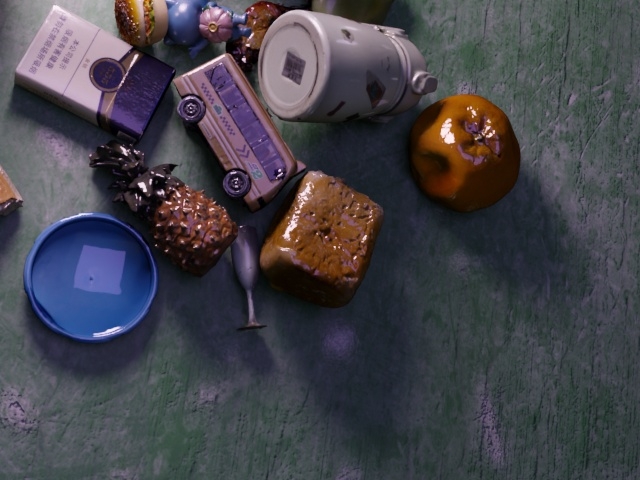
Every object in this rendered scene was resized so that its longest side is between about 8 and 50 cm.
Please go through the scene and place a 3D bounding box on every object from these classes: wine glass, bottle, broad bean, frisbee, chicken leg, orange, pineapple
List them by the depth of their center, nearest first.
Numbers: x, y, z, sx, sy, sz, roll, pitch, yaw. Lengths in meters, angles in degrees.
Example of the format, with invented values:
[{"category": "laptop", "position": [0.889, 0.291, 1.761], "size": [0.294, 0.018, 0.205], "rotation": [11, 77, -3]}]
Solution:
[{"category": "frisbee", "position": [-0.418, 0.069, 1.739], "size": [0.242, 0.045, 0.242], "rotation": [4, 77, -18]}, {"category": "pineapple", "position": [-0.297, -0.076, 1.774], "size": [0.310, 0.141, 0.170], "rotation": [42, 37, 1]}, {"category": "wine glass", "position": [-0.141, 0.072, 1.830], "size": [0.066, 0.066, 0.197], "rotation": [-3, 78, -20]}, {"category": "bottle", "position": [0.062, -0.339, 1.889], "size": [0.352, 0.229, 0.229], "rotation": [-6, 80, -43]}, {"category": "chicken leg", "position": [-0.108, -0.441, 1.953], "size": [0.253, 0.051, 0.106], "rotation": [-42, 100, -23]}, {"category": "orange", "position": [0.312, -0.189, 1.975], "size": [0.249, 0.183, 0.248], "rotation": [3, 79, -17]}, {"category": "broad bean", "position": [0.076, -0.515, 2.005], "size": [0.228, 0.100, 0.169], "rotation": [-26, 103, -23]}]

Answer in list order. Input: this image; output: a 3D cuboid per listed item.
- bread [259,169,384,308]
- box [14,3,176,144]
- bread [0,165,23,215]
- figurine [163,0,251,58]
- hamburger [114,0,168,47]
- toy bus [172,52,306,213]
[{"category": "bread", "position": [0.000, 0.000, 1.833], "size": [0.196, 0.176, 0.246], "rotation": [29, 62, -13]}, {"category": "box", "position": [-0.425, -0.311, 1.802], "size": [0.259, 0.071, 0.168], "rotation": [26, 71, -11]}, {"category": "bread", "position": [-0.604, -0.079, 1.685], "size": [0.125, 0.082, 0.106], "rotation": [-34, 98, -19]}, {"category": "figurine", "position": [-0.222, -0.440, 1.876], "size": [0.178, 0.114, 0.144], "rotation": [9, 51, 9]}, {"category": "hamburger", "position": [-0.347, -0.431, 1.819], "size": [0.082, 0.141, 0.126], "rotation": [-20, 123, -36]}, {"category": "toy bus", "position": [-0.158, -0.202, 1.819], "size": [0.157, 0.139, 0.289], "rotation": [-31, 89, -4]}]
